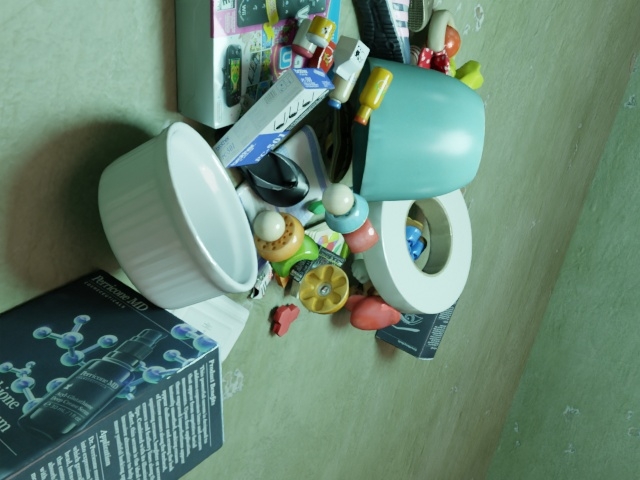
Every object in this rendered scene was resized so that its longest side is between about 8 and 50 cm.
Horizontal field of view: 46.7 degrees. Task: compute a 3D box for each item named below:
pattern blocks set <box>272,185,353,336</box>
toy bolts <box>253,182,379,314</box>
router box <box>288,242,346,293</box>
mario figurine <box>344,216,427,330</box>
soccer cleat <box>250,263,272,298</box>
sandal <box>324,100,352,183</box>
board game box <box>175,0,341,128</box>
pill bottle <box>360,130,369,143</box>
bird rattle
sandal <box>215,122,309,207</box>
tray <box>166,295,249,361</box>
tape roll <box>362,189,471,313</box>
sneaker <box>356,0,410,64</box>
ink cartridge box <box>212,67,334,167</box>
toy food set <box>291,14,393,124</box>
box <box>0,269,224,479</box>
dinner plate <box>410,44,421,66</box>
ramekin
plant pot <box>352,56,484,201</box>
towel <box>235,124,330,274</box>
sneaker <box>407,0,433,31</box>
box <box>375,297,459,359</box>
[{"bbox_3d":[-0.004,0.043,1.667,0.285,0.026,0.325,-33,141,-44],"label":"pattern blocks set"},{"bbox_3d":[0.000,0.000,1.405,0.228,0.218,0.158,-34,145,1],"label":"toy bolts"},{"bbox_3d":[-0.006,0.059,1.605,0.092,0.038,0.122,-60,148,1],"label":"router box"},{"bbox_3d":[0.147,0.085,1.894,0.198,0.170,0.320,43,59,-19],"label":"mario figurine"},{"bbox_3d":[-0.125,0.086,1.557,0.035,0.029,0.083,-10,123,-57],"label":"soccer cleat"},{"bbox_3d":[0.033,-0.211,1.579,0.072,0.049,0.180,-11,105,-58],"label":"sandal"},{"bbox_3d":[-0.099,-0.339,1.259,0.303,0.097,0.224,-28,133,-44],"label":"board game box"},{"bbox_3d":[0.122,-0.246,1.678,0.083,0.043,0.043,-45,142,-28],"label":"pill bottle"},{"bbox_3d":[0.268,-0.421,1.691,0.253,0.143,0.207,2,90,-59],"label":"bird rattle"},{"bbox_3d":[-0.100,-0.135,1.388,0.254,0.054,0.097,37,77,-47],"label":"sandal"},{"bbox_3d":[-0.233,0.166,1.455,0.145,0.030,0.270,-59,147,-8],"label":"tray"},{"bbox_3d":[0.244,-0.013,1.831,0.392,0.072,0.392,9,78,-46],"label":"tape roll"},{"bbox_3d":[0.151,-0.471,1.513,0.131,0.112,0.319,-48,145,-24],"label":"sneaker"},{"bbox_3d":[-0.079,-0.203,1.229,0.207,0.046,0.097,-39,170,31],"label":"ink cartridge box"},{"bbox_3d":[0.021,-0.290,1.269,0.232,0.111,0.105,21,94,-58],"label":"toy food set"},{"bbox_3d":[-0.378,0.254,1.062,0.395,0.293,0.212,-29,133,-43],"label":"box"},{"bbox_3d":[0.196,-0.383,1.718,0.141,0.017,0.141,-32,133,-41],"label":"dinner plate"},{"bbox_3d":[-0.218,-0.028,1.138,0.135,0.277,0.277,-23,145,11],"label":"ramekin"},{"bbox_3d":[0.197,-0.216,1.506,0.293,0.235,0.293,-177,-90,-86],"label":"plant pot"},{"bbox_3d":[-0.084,-0.078,1.506,0.285,0.034,0.209,-47,142,-26],"label":"towel"},{"bbox_3d":[0.221,-0.556,1.616,0.071,0.066,0.188,-49,153,-52],"label":"sneaker"},{"bbox_3d":[0.273,0.211,2.087,0.108,0.153,0.207,16,98,-58],"label":"box"}]
